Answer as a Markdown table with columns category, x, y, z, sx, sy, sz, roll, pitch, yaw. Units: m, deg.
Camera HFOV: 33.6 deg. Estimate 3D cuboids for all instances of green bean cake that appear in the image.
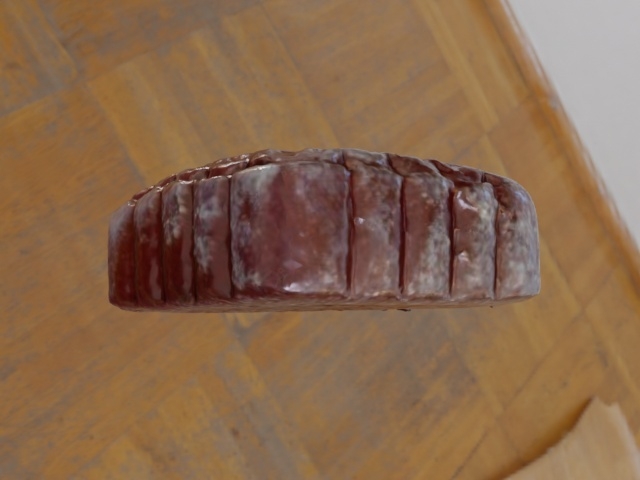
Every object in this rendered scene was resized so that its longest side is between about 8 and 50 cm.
| category | x | y | z | sx | sy | sz | roll | pitch | yaw |
| --- | --- | --- | --- | --- | --- | --- | --- | --- | --- |
| green bean cake | 0.000 | 0.000 | 0.413 | 0.135 | 0.136 | 0.056 | 5 | 82 | -37 |
